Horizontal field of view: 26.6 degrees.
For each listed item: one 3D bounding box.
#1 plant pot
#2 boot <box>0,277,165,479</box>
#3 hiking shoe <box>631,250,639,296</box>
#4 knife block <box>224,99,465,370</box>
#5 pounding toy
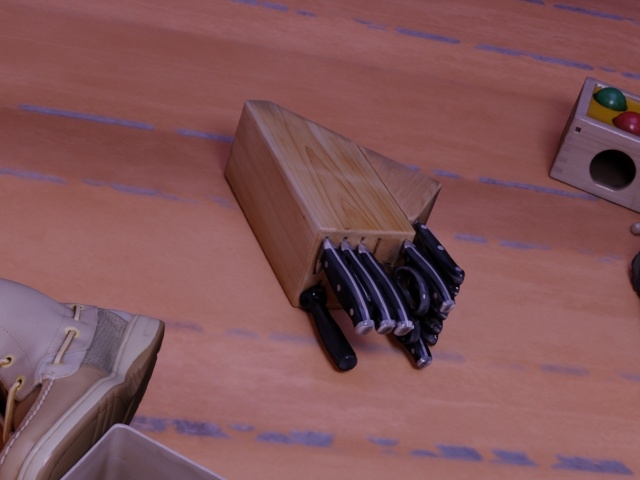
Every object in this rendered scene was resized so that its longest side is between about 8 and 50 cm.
[{"bbox_3d":[-0.114,0.197,0.824,0.109,0.096,0.109,26,33,12],"label":"plant pot"},{"bbox_3d":[-0.229,0.089,0.912,0.204,0.095,0.262,20,21,1],"label":"boot"},{"bbox_3d":[0.363,0.045,1.291,0.086,0.114,0.227,9,33,-15],"label":"hiking shoe"},{"bbox_3d":[0.000,0.000,1.193,0.276,0.088,0.242,27,32,11],"label":"knife block"},{"bbox_3d":[0.372,-0.086,1.515,0.206,0.094,0.181,22,32,6],"label":"pounding toy"}]
